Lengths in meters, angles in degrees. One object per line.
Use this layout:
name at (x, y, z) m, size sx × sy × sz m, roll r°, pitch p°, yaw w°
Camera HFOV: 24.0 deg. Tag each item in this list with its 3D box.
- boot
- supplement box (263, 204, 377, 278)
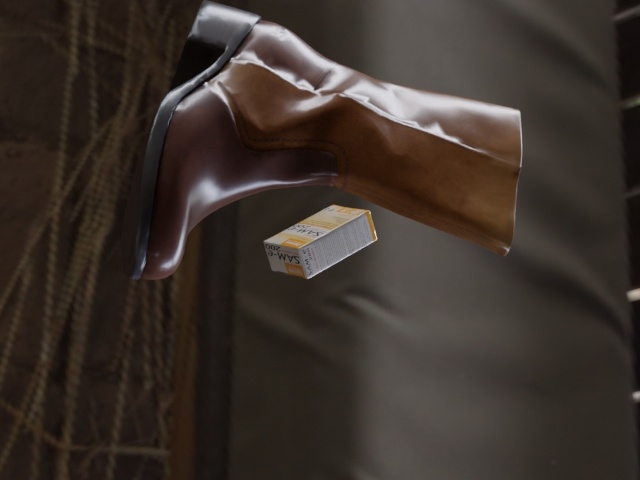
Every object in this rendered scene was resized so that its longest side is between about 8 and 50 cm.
boot at (0.007, -0.038, 1.128) m, size 0.280 × 0.096 × 0.264 m, roll 21°, pitch 45°, yaw -5°
supplement box at (0.000, 0.000, 1.543) m, size 0.098 × 0.062 × 0.036 m, roll -29°, pitch 114°, yaw -33°
